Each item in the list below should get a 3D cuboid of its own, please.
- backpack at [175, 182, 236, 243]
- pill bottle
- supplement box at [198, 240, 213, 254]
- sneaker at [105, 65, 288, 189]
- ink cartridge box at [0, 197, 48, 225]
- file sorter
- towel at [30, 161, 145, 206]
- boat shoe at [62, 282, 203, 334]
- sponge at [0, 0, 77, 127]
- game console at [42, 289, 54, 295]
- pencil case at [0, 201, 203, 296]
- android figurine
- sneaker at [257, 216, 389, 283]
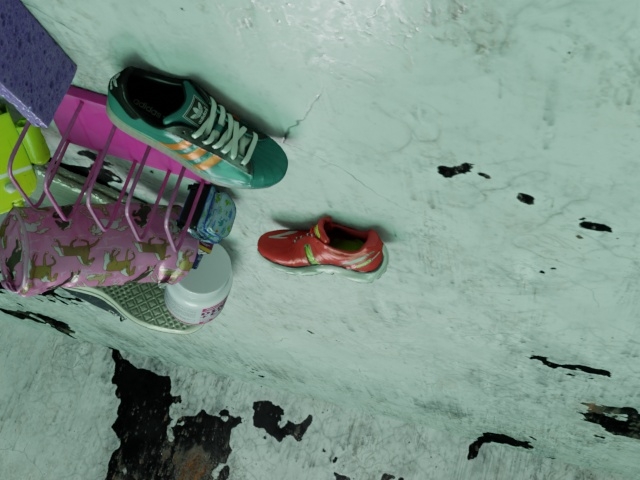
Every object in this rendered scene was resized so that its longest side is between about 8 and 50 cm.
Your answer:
[{"bbox_3d":[-0.216,-0.047,1.557,0.084,0.104,0.114,12,164,18],"label":"backpack"},{"bbox_3d":[-0.296,0.101,1.918,0.161,0.160,0.283,19,160,-5],"label":"pill bottle"},{"bbox_3d":[-0.253,-0.014,1.699,0.043,0.083,0.055,30,156,-34],"label":"supplement box"},{"bbox_3d":[-0.183,-0.169,1.212,0.302,0.108,0.121,23,163,-11],"label":"sneaker"},{"bbox_3d":[-0.698,-0.037,1.889,0.220,0.160,0.093,26,158,-21],"label":"ink cartridge box"},{"bbox_3d":[-0.359,-0.118,1.379,0.291,0.182,0.202,17,160,2],"label":"file sorter"},{"bbox_3d":[-0.518,-0.091,1.768,0.282,0.049,0.187,26,156,-24],"label":"towel"},{"bbox_3d":[-0.522,0.122,2.143,0.501,0.186,0.156,18,165,12],"label":"boat shoe"},{"bbox_3d":[-0.440,-0.268,1.151,0.031,0.117,0.210,11,159,22],"label":"sponge"},{"bbox_3d":[-0.490,0.060,1.818,0.250,0.173,0.293,20,159,-10],"label":"game console"},{"bbox_3d":[-0.429,0.015,1.550,0.386,0.167,0.160,-2,146,-42],"label":"pencil case"},{"bbox_3d":[-0.636,-0.148,1.482,0.056,0.248,0.272,-129,24,-48],"label":"android figurine"},{"bbox_3d":[0.000,0.000,1.558,0.279,0.107,0.118,5,138,22],"label":"sneaker"}]
